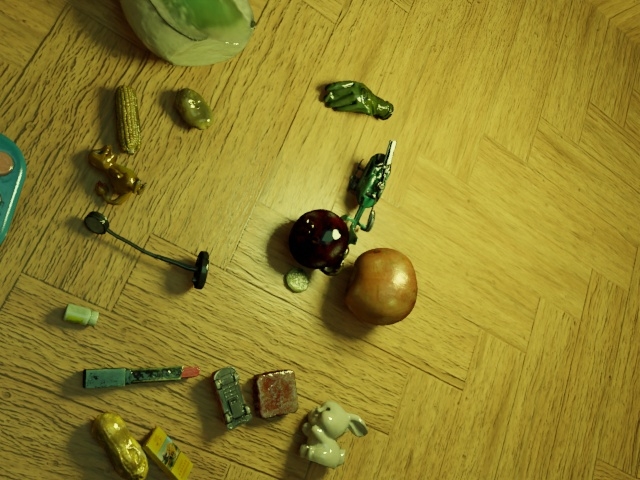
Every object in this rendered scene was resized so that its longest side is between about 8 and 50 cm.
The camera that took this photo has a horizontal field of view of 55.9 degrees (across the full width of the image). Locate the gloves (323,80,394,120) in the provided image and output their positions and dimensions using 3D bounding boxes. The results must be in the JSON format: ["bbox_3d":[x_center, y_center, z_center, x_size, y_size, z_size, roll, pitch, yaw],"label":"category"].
[{"bbox_3d":[0.137,-0.496,2.119,0.268,0.107,0.135,8,47,-25],"label":"gloves"}]

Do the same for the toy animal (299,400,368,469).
[{"bbox_3d":[0.031,0.604,1.856,0.179,0.127,0.193,37,65,-20],"label":"toy animal"}]

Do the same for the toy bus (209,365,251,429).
[{"bbox_3d":[-0.266,0.452,1.750,0.079,0.077,0.174,-18,90,-29],"label":"toy bus"}]

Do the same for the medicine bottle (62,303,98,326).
[{"bbox_3d":[-0.640,0.200,1.610,0.083,0.047,0.047,20,73,-24],"label":"medicine bottle"}]

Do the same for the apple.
[{"bbox_3d":[0.191,0.149,1.962,0.254,0.254,0.253,5,79,-27],"label":"apple"}]

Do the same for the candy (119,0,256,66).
[{"bbox_3d":[-0.420,-0.717,1.804,0.386,0.186,0.426,-35,96,-37],"label":"candy"}]

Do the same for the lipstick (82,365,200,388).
[{"bbox_3d":[-0.486,0.373,1.663,0.312,0.051,0.051,4,78,-29],"label":"lipstick"}]

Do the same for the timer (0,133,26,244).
[{"bbox_3d":[-0.913,-0.128,1.481,0.309,0.115,0.339,18,74,-26],"label":"timer"}]

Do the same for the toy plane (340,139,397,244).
[{"bbox_3d":[0.161,-0.155,2.046,0.106,0.155,0.381,28,87,-23],"label":"toy plane"}]

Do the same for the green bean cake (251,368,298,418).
[{"bbox_3d":[-0.138,0.464,1.829,0.136,0.056,0.135,-3,82,-29],"label":"green bean cake"}]

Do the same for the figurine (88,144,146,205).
[{"bbox_3d":[-0.587,-0.178,1.689,0.122,0.121,0.176,-43,89,1],"label":"figurine"}]

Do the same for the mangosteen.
[{"bbox_3d":[0.000,0.000,1.912,0.210,0.210,0.209,5,79,-27],"label":"mangosteen"}]

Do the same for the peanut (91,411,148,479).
[{"bbox_3d":[-0.527,0.546,1.592,0.087,0.087,0.206,-34,95,-28],"label":"peanut"}]

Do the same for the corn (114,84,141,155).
[{"bbox_3d":[-0.555,-0.348,1.738,0.068,0.068,0.207,-3,84,-29],"label":"corn"}]

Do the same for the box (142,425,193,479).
[{"bbox_3d":[-0.416,0.590,1.649,0.155,0.023,0.087,52,19,-11],"label":"box"}]

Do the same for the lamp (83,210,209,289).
[{"bbox_3d":[-0.482,0.011,1.723,0.371,0.130,0.108,27,47,-8],"label":"lamp"}]

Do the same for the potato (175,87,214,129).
[{"bbox_3d":[-0.385,-0.398,1.835,0.091,0.070,0.138,-40,103,-33],"label":"potato"}]

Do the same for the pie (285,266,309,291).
[{"bbox_3d":[-0.072,0.128,1.944,0.085,0.017,0.085,6,78,-28],"label":"pie"}]
